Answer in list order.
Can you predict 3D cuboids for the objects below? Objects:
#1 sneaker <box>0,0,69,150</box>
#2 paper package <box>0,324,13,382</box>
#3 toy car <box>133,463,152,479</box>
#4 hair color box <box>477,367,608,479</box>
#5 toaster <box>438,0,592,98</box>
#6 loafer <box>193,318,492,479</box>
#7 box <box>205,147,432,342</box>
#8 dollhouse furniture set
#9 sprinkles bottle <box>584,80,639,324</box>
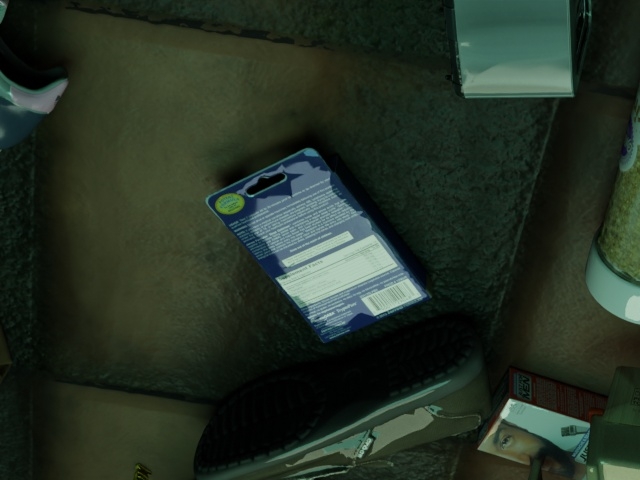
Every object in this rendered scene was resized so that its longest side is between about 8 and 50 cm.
[{"bbox_3d":[-0.361,-0.219,1.338,0.131,0.112,0.319,-33,123,10],"label":"sneaker"},{"bbox_3d":[-0.527,0.085,1.552,0.325,0.168,0.309,-2,130,8],"label":"paper package"},{"bbox_3d":[-0.212,0.331,1.797,0.060,0.040,0.122,-21,124,22],"label":"toy car"},{"bbox_3d":[0.268,0.211,1.633,0.167,0.053,0.093,18,130,-7],"label":"hair color box"},{"bbox_3d":[0.160,-0.218,1.208,0.110,0.185,0.168,3,130,17],"label":"toaster"},{"bbox_3d":[0.028,0.212,1.609,0.366,0.134,0.130,-21,124,22],"label":"loafer"},{"bbox_3d":[0.000,0.000,1.502,0.136,0.036,0.225,-24,124,23],"label":"box"},{"bbox_3d":[0.345,0.271,1.556,0.262,0.135,0.259,6,136,22],"label":"dollhouse furniture set"},{"bbox_3d":[0.335,-0.087,1.337,0.121,0.121,0.355,8,129,1],"label":"sprinkles bottle"}]
